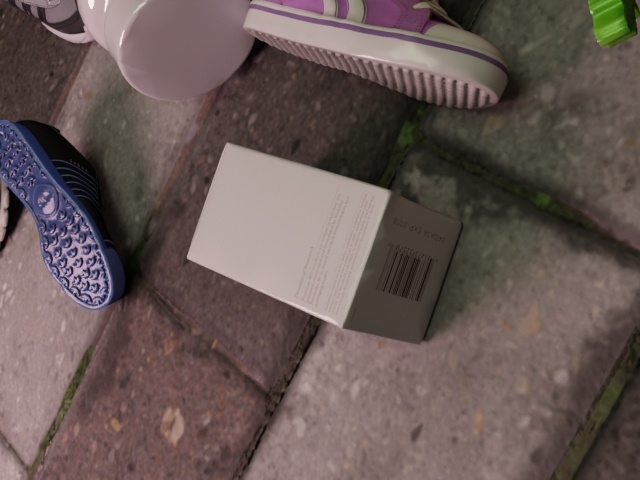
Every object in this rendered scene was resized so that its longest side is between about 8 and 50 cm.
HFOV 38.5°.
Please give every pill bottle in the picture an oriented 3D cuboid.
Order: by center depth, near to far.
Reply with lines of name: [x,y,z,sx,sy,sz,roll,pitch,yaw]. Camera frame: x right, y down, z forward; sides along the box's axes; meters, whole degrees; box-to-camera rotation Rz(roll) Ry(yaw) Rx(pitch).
pill bottle: [-0.177,-0.282,0.909,0.161,0.161,0.283,-46,54,21]

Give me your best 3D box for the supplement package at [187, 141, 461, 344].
supplement package: [0.000,0.000,0.724,0.179,0.105,0.105,20,92,40]

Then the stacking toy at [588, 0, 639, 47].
stacking toy: [0.240,-0.180,0.501,0.167,0.052,0.221,-23,24,33]

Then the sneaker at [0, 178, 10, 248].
sneaker: [-0.478,0.000,1.114,0.279,0.118,0.107,-46,54,21]

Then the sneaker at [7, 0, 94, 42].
sneaker: [-0.351,-0.312,1.067,0.268,0.153,0.101,28,97,41]

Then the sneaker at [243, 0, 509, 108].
sneaker: [0.054,-0.211,0.740,0.282,0.102,0.161,30,95,41]

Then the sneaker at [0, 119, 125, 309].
sneaker: [-0.262,-0.034,0.977,0.081,0.090,0.232,-37,79,25]
